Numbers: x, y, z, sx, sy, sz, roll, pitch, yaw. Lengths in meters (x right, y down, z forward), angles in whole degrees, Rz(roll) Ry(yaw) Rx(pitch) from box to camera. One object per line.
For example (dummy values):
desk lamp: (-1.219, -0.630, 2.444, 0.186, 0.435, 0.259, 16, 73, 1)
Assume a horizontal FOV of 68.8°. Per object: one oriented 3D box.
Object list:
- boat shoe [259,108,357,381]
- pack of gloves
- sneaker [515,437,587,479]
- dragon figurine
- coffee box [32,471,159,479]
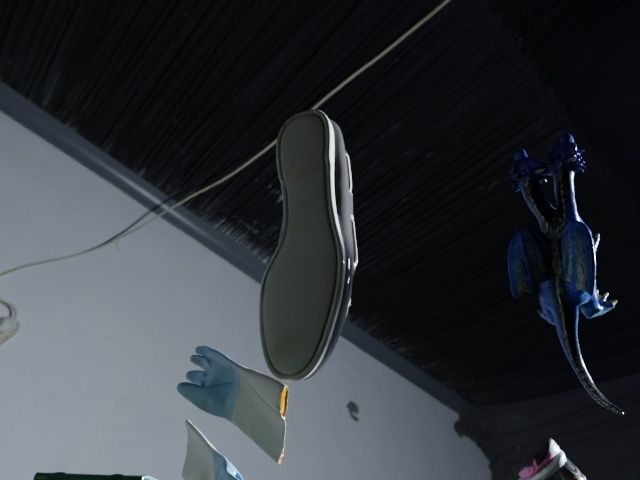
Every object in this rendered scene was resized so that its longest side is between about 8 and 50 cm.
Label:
boat shoe: (0.000, 0.000, 0.567, 0.095, 0.112, 0.335, 33, 53, -53)
pack of gloves: (-0.128, 0.238, 0.555, 0.046, 0.232, 0.195, 6, 89, -38)
sneaker: (0.283, 0.312, 0.574, 0.077, 0.072, 0.178, 43, -13, 35)
dragon figurine: (0.260, 0.029, 0.511, 0.144, 0.085, 0.289, 31, 59, -44)
coffee box: (-0.207, 0.288, 0.372, 0.040, 0.113, 0.184, 72, 17, -51)
